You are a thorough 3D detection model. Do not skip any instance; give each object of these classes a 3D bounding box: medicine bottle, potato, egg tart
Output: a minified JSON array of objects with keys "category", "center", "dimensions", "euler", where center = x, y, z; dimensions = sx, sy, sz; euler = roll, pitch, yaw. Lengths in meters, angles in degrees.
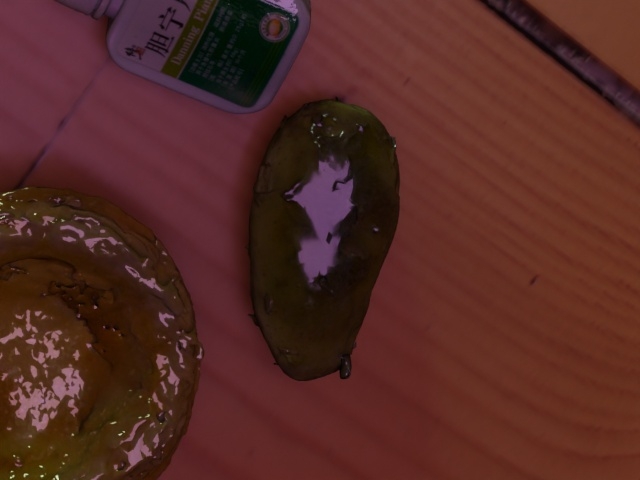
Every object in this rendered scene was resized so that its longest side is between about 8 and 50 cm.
[{"category":"medicine bottle","center":[-0.105,-0.176,1.384],"dimensions":[0.183,0.069,0.119],"euler":[23,122,-14]},{"category":"potato","center":[0.000,0.000,1.440],"dimensions":[0.117,0.090,0.226],"euler":[6,96,-9]},{"category":"egg tart","center":[-0.230,0.094,1.393],"dimensions":[0.288,0.118,0.288],"euler":[-3,102,-16]}]
